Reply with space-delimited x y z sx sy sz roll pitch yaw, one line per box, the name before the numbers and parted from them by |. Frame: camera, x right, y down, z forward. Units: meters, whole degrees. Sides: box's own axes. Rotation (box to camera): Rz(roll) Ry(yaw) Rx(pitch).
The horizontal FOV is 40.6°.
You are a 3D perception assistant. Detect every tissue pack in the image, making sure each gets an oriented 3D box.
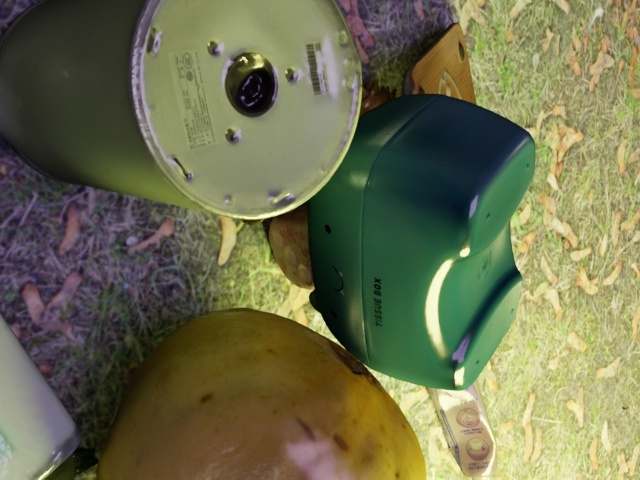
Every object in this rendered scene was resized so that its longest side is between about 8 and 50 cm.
tissue pack | 0.094 -0.002 0.893 0.198 0.206 0.287 -46 145 -37

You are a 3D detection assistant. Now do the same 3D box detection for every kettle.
kettle | -0.124 -0.153 0.767 0.205 0.318 0.265 49 66 -31

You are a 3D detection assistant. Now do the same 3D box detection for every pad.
pad | 0.171 -0.115 1.106 0.286 0.018 0.284 -53 132 -56

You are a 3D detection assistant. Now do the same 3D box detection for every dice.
dice | 0.000 0.000 1.028 0.094 0.091 0.093 -31 114 -32

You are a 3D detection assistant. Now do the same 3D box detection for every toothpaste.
toothpaste | 0.196 0.232 1.241 0.075 0.048 0.301 -20 103 -6

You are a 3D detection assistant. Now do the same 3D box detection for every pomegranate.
pomegranate | -0.063 0.232 0.864 0.333 0.333 0.332 -6 99 -37

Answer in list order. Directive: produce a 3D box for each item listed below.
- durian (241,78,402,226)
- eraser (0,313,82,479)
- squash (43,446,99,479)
durian | -0.019 -0.133 0.992 0.186 0.154 0.260 43 59 -7
eraser | -0.350 0.104 0.707 0.189 0.104 0.290 -35 113 -21
squash | -0.300 0.254 0.806 0.252 0.066 0.066 -44 126 -62
